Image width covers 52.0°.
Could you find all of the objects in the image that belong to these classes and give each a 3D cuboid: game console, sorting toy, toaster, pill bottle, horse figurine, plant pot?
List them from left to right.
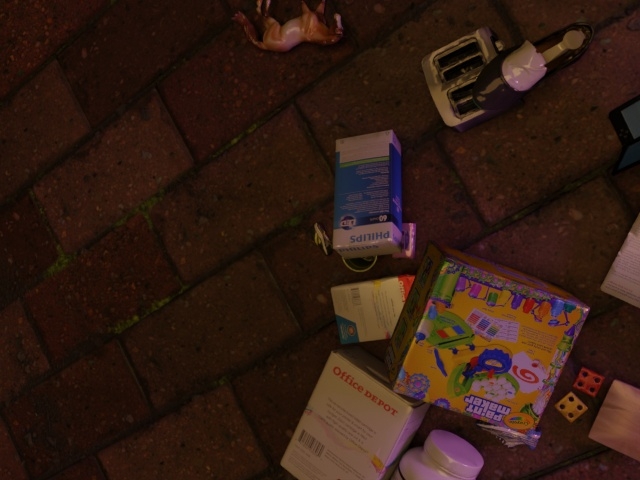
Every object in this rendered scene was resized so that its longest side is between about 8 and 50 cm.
[{"bbox_3d":[-0.070,-0.504,1.515,0.263,0.066,0.174,-11,83,19],"label":"horse figurine"},{"bbox_3d":[0.098,0.025,1.473,0.083,0.079,0.083,1,94,21],"label":"plant pot"},{"bbox_3d":[0.220,0.576,1.405,0.182,0.181,0.322,29,103,17],"label":"pill bottle"},{"bbox_3d":[0.306,-0.326,1.354,0.186,0.110,0.168,-22,84,21],"label":"toaster"},{"bbox_3d":[0.615,0.354,1.309,0.275,0.046,0.132,22,101,18],"label":"sorting toy"},{"bbox_3d":[0.595,-0.208,1.224,0.144,0.085,0.124,-34,77,62],"label":"game console"}]

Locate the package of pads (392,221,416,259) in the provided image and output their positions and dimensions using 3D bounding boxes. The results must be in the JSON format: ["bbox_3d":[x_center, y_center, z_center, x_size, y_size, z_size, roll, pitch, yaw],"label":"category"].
[{"bbox_3d":[0.186,0.000,1.463,0.050,0.032,0.083,2,94,20],"label":"package of pads"}]

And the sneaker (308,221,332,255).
[{"bbox_3d":[0.000,0.000,1.540,0.035,0.031,0.083,-27,79,34],"label":"sneaker"}]

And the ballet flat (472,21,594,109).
[{"bbox_3d":[0.409,-0.345,1.246,0.280,0.096,0.095,-34,91,-17],"label":"ballet flat"}]

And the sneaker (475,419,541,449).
[{"bbox_3d":[0.396,0.414,1.397,0.135,0.052,0.058,7,100,21],"label":"sneaker"}]

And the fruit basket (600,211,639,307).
[{"bbox_3d":[0.749,0.007,1.202,0.327,0.165,0.353,25,118,19],"label":"fruit basket"}]

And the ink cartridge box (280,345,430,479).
[{"bbox_3d":[0.079,0.425,1.463,0.226,0.131,0.306,32,103,28],"label":"ink cartridge box"}]

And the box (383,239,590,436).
[{"bbox_3d":[0.312,0.187,1.296,0.290,0.177,0.279,20,100,-4],"label":"box"}]

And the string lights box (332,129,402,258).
[{"bbox_3d":[0.102,-0.099,1.414,0.133,0.077,0.259,-6,67,22],"label":"string lights box"}]

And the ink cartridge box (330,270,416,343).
[{"bbox_3d":[0.151,0.146,1.460,0.231,0.078,0.134,-10,91,22],"label":"ink cartridge box"}]
